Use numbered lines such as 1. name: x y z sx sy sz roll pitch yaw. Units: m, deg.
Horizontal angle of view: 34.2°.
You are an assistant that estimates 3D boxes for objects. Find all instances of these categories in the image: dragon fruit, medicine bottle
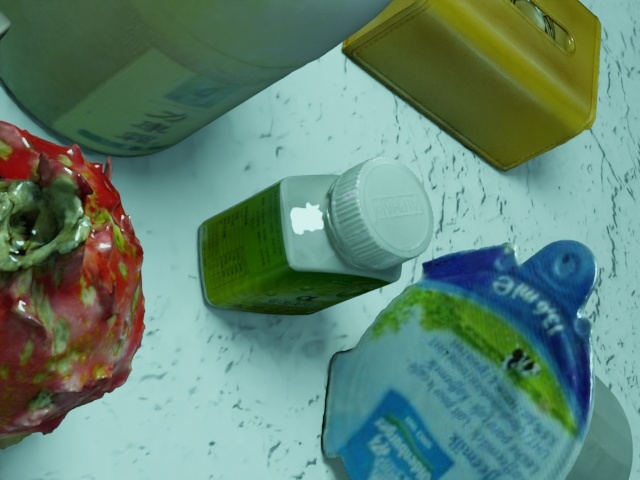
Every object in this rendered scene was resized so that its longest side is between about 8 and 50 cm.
1. dragon fruit: -0.202 0.024 0.645 0.210 0.268 0.205 -24 88 -32
2. medicine bottle: 0.000 0.000 0.891 0.132 0.188 0.088 10 67 -39
3. medicine bottle: -0.063 -0.237 0.777 0.235 0.406 0.236 18 62 -38

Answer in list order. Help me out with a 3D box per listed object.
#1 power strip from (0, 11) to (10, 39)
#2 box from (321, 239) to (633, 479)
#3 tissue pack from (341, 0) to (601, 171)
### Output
1. power strip: -0.286 -0.121 0.702 0.078 0.154 0.154 47 48 -18
2. box: 0.178 0.151 0.957 0.291 0.262 0.206 -52 136 2
3. tissue pack: 0.181 -0.238 1.191 0.274 0.145 0.194 31 56 -29
